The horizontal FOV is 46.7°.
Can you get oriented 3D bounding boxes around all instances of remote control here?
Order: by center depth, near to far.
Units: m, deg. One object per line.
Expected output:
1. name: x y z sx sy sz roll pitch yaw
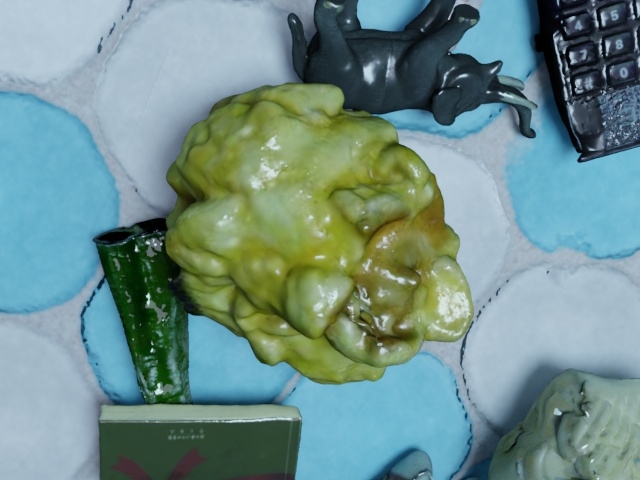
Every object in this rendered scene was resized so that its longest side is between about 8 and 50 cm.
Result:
1. remote control: 0.252 -0.280 0.688 0.144 0.062 0.399 -16 104 -5

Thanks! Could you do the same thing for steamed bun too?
1. steamed bun: 0.305 0.291 0.760 0.280 0.207 0.268 11 59 -6

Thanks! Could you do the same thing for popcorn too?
1. popcorn: 0.000 0.000 0.644 0.286 0.252 0.215 50 52 -24

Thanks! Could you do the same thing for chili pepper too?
1. chili pepper: -0.151 0.092 0.723 0.088 0.059 0.227 -13 107 -10

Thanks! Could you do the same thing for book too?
1. book: -0.129 0.294 0.770 0.201 0.026 0.289 1 113 -10

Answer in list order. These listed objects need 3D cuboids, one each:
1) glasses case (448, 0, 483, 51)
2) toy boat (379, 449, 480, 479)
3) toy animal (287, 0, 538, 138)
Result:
1. glasses case: 0.131 -0.219 0.705 0.032 0.021 0.083 29 98 -13
2. toy boat: 0.085 0.345 0.821 0.155 0.085 0.227 31 86 -23
3. toy animal: 0.100 -0.166 0.668 0.269 0.082 0.137 8 137 -12
